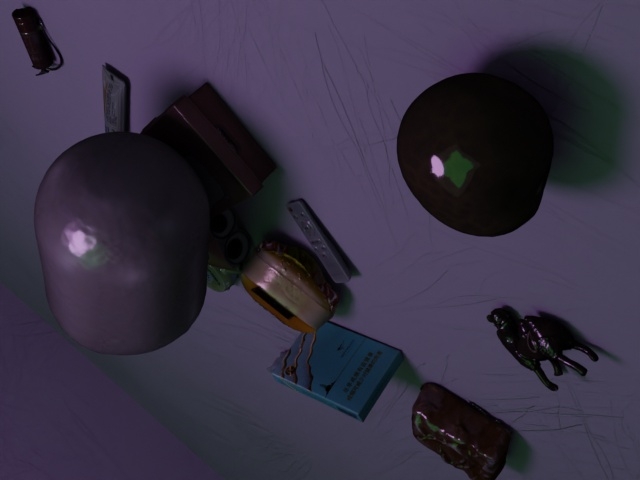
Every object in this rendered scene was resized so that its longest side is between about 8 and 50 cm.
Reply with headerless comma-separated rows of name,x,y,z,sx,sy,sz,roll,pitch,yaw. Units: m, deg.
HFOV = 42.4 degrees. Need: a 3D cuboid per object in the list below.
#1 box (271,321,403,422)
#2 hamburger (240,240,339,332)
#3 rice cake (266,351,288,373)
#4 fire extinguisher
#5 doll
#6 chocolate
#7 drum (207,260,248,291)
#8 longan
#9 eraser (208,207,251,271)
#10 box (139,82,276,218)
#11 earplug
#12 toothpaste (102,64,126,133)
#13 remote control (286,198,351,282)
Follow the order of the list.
box,0.034,0.260,1.701,0.229,0.162,0.041,18,149,35
hamburger,-0.059,0.092,1.651,0.210,0.116,0.173,38,159,-2
rice cake,-0.044,0.299,1.946,0.069,0.063,0.206,45,152,-17
fire extinguisher,-0.573,-0.397,1.682,0.078,0.045,0.157,8,140,13
doll,0.342,0.163,1.320,0.165,0.057,0.139,43,154,9
chocolate,0.272,0.390,1.661,0.214,0.093,0.148,27,146,25
drum,-0.214,0.047,1.829,0.130,0.049,0.253,47,150,-9
longan,0.191,-0.107,1.013,0.198,0.198,0.212,14,150,40
eraser,-0.289,-0.029,1.782,0.290,0.087,0.171,11,137,42
box,-0.212,-0.161,1.517,0.215,0.086,0.215,49,149,-12
earplug,-0.350,-0.013,1.492,0.312,0.312,0.394,36,147,11
toothpaste,-0.422,-0.254,1.694,0.067,0.037,0.255,40,148,15
remote control,0.000,0.000,1.541,0.050,0.027,0.184,-11,117,53
